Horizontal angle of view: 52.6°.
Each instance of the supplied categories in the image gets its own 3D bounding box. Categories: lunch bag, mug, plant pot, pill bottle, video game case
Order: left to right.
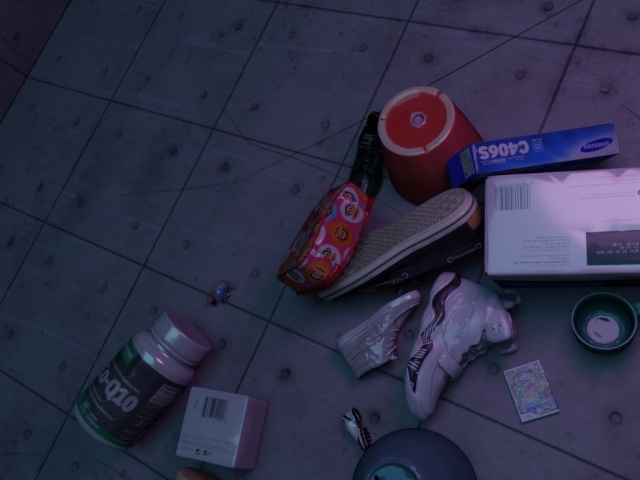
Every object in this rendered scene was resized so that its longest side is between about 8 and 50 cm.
[{"bbox_3d":[-0.481,0.377,1.781,0.361,0.204,0.204,-49,60,0],"label":"pill bottle"},{"bbox_3d":[0.000,0.000,1.696,0.293,0.120,0.258,-61,15,-24],"label":"lunch bag"},{"bbox_3d":[0.187,0.553,1.423,0.290,0.195,0.290,-9,67,20],"label":"plant pot"},{"bbox_3d":[0.275,-0.252,1.671,0.275,0.243,0.274,-9,67,20],"label":"plant pot"},{"bbox_3d":[0.481,0.344,1.481,0.087,0.011,0.122,-22,63,14],"label":"video game case"},{"bbox_3d":[0.636,0.188,1.423,0.158,0.097,0.129,8,73,25],"label":"mug"}]

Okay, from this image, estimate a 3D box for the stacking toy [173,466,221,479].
[{"bbox_3d":[-0.362,0.754,1.635,0.141,0.141,0.330,21,86,29],"label":"stacking toy"}]

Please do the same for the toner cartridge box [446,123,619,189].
[{"bbox_3d":[0.490,-0.194,1.513,0.348,0.165,0.075,-9,85,-8],"label":"toner cartridge box"}]

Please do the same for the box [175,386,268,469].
[{"bbox_3d":[-0.254,0.487,1.686,0.181,0.119,0.181,3,72,25],"label":"box"}]

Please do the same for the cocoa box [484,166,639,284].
[{"bbox_3d":[0.559,-0.017,1.450,0.347,0.228,0.231,-2,78,23],"label":"cocoa box"}]

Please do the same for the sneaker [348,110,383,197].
[{"bbox_3d":[0.127,-0.235,1.809,0.101,0.106,0.267,10,76,25],"label":"sneaker"}]

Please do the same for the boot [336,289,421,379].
[{"bbox_3d":[0.169,0.241,1.623,0.258,0.095,0.123,-38,66,15],"label":"boot"}]

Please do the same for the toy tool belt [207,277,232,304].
[{"bbox_3d":[-0.290,0.154,1.871,0.051,0.052,0.083,24,82,38],"label":"toy tool belt"}]

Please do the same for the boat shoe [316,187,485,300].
[{"bbox_3d":[0.195,0.046,1.627,0.500,0.156,0.186,-29,28,29],"label":"boat shoe"}]

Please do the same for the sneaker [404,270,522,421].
[{"bbox_3d":[0.334,0.256,1.506,0.210,0.137,0.365,10,71,29],"label":"sneaker"}]

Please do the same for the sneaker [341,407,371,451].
[{"bbox_3d":[0.089,0.469,1.595,0.044,0.040,0.109,-40,55,24],"label":"sneaker"}]
